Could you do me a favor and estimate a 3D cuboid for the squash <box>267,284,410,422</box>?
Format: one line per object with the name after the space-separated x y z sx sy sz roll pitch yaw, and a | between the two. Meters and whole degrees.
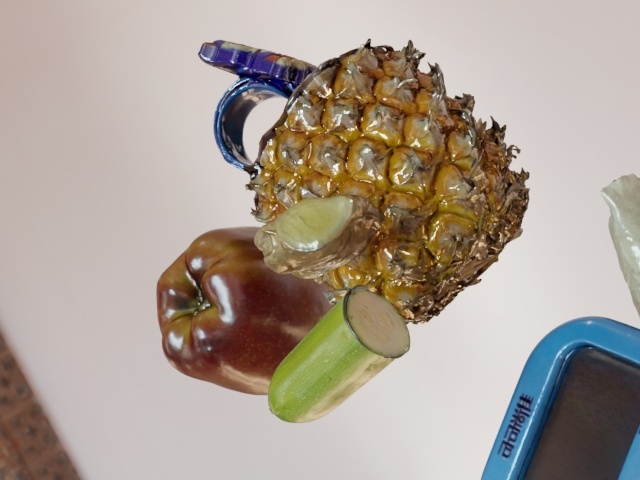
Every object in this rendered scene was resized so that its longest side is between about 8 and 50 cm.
0.008 0.139 1.237 0.188 0.095 0.095 -44 -5 34 | squash

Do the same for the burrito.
0.470 0.095 1.450 0.117 0.392 0.076 -23 0 -34 | burrito

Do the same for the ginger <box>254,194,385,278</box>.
0.005 -0.001 1.185 0.137 0.074 0.213 -15 -12 3 | ginger

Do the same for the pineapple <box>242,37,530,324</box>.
0.103 -0.066 1.439 0.352 0.300 0.352 -42 -19 -18 | pineapple

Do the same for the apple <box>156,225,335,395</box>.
-0.111 0.119 1.826 0.288 0.288 0.317 -22 -24 37 | apple

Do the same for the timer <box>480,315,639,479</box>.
0.354 0.274 1.328 0.115 0.340 0.309 20 1 -43 | timer

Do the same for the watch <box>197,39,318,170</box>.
-0.088 -0.203 1.783 0.196 0.200 0.171 14 2 31 | watch
